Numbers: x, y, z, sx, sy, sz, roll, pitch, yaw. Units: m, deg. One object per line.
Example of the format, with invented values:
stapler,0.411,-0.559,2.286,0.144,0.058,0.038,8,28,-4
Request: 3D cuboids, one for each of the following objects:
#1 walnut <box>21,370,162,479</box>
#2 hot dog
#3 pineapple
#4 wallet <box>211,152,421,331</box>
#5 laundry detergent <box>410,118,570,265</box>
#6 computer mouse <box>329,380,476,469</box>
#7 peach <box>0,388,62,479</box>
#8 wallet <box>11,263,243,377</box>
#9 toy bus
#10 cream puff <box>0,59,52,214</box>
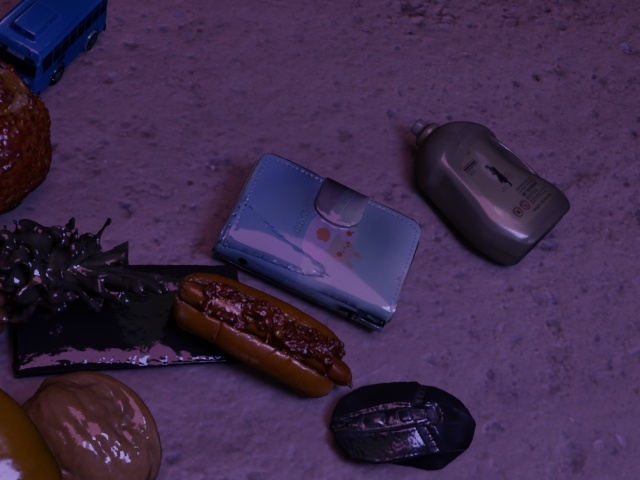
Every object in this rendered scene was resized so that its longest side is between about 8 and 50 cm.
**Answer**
walnut,-0.242,0.213,0.999,0.166,0.149,0.167,49,17,-20
hot dog,-0.061,0.111,1.152,0.249,0.076,0.102,31,44,-12
pineapple,-0.342,0.038,1.045,0.340,0.169,0.169,-6,59,-8
wallet,0.000,0.000,1.270,0.250,0.075,0.176,25,57,-2
laundry detergent,0.236,-0.091,1.401,0.253,0.091,0.181,44,54,13
computer mouse,0.109,0.225,1.165,0.192,0.062,0.106,3,56,-19
peach,-0.343,0.233,0.893,0.153,0.251,0.251,-18,65,-35
wallet,-0.230,0.091,1.158,0.285,0.030,0.146,0,57,-19
toy bus,-0.380,-0.293,1.315,0.090,0.106,0.185,30,53,-1
cream puff,-0.446,-0.137,1.160,0.239,0.164,0.240,11,49,-13
